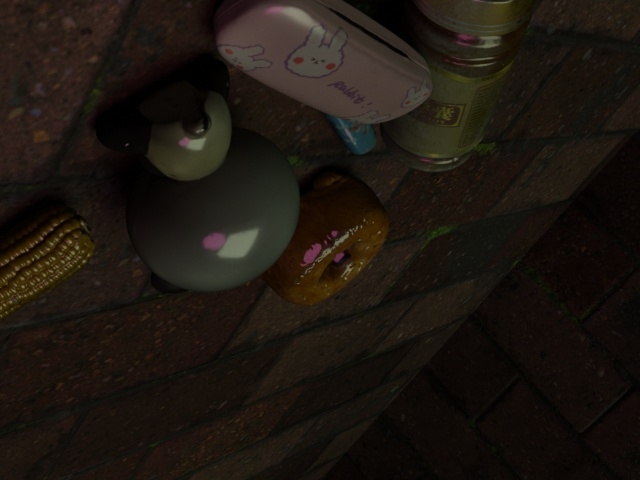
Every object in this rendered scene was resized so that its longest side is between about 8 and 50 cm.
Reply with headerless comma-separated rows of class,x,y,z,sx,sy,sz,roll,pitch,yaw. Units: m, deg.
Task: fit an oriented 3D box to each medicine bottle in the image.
medicine bottle,0.164,-0.232,1.078,0.151,0.151,0.322,-31,157,-22

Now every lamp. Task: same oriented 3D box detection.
lamp,-0.125,-0.057,0.930,0.197,0.197,0.244,-34,135,-17

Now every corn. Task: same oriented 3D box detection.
corn,-0.338,0.048,0.890,0.231,0.080,0.080,-37,158,-11

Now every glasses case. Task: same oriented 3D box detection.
glasses case,0.011,-0.195,0.926,0.113,0.075,0.296,-24,156,34

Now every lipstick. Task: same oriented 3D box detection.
lipstick,0.035,-0.163,1.140,0.048,0.048,0.158,-41,158,2

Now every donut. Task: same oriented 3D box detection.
donut,0.002,-0.001,1.311,0.226,0.114,0.227,-36,159,-16
